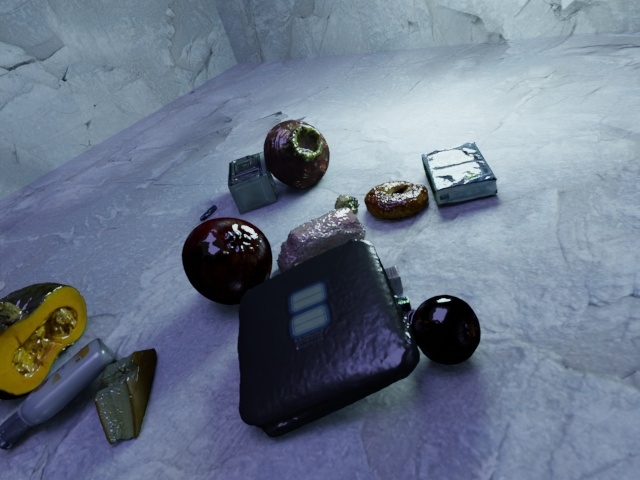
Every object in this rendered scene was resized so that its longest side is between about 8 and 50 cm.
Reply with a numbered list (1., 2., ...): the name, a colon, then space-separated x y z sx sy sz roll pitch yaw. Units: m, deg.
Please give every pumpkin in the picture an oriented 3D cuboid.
1. pumpkin: -0.812 0.239 1.217 0.232 0.242 0.325 2 35 16

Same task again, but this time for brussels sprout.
1. brussels sprout: 0.079 -0.109 1.422 0.085 0.058 0.085 -1 46 1

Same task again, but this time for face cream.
1. face cream: -0.619 0.355 1.090 0.291 0.071 0.144 -44 20 -17

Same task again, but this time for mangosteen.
1. mangosteen: -0.254 0.068 1.231 0.261 0.235 0.235 -48 6 49
2. mangosteen: 0.228 0.171 0.896 0.137 0.137 0.151 -44 17 -31

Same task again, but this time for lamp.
1. lamp: -0.078 -0.301 1.608 0.246 0.247 0.247 -13 35 9

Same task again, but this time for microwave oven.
1. microwave oven: -0.247 -0.212 1.665 0.162 0.123 0.208 -18 34 1

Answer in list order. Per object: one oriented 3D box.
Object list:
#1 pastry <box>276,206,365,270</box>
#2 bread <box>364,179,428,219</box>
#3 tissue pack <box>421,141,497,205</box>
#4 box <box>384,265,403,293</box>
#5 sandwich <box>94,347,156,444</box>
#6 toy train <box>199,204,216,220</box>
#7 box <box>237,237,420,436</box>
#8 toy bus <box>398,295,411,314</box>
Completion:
1. pastry: -0.005 -0.008 1.273 0.265 0.112 0.103 -28 46 -11
2. bread: 0.220 -0.126 1.368 0.193 0.064 0.193 -12 32 8
3. tissue pack: 0.401 -0.198 1.366 0.173 0.073 0.236 -12 35 10
4. box: 0.083 0.115 1.103 0.218 0.055 0.040 -15 38 8
5. sandwich: -0.437 0.323 1.045 0.090 0.088 0.244 -22 34 4
6. toy train: -0.403 -0.098 1.677 0.017 0.017 0.083 10 44 26
7. box: -0.006 0.184 0.955 0.359 0.091 0.350 -27 41 11
8. toy bus: 0.160 0.148 1.044 0.083 0.031 0.037 -12 25 12
